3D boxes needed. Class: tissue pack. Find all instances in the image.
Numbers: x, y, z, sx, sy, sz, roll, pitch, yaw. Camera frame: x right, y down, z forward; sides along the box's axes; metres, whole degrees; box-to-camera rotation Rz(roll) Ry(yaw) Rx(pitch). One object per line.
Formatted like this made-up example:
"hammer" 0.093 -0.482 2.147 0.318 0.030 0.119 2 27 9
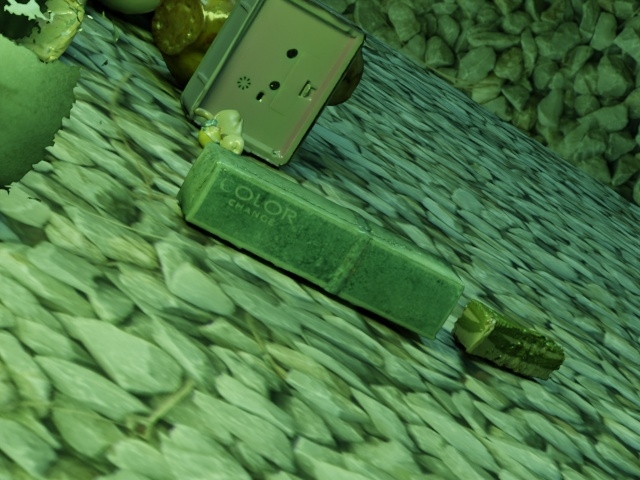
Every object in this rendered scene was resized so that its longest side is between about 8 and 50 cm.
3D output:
"tissue pack" -0.342 -0.281 1.866 0.186 0.090 0.222 26 13 -14

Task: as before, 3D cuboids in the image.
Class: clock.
"clock" -0.059 -0.199 2.003 0.144 0.193 0.073 28 12 -24

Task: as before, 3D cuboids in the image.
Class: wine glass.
"wine glass" -0.339 -0.168 1.255 0.357 0.190 0.190 20 17 -27

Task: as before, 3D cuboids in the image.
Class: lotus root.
"lotus root" -0.075 -0.236 2.129 0.291 0.193 0.193 20 18 -43

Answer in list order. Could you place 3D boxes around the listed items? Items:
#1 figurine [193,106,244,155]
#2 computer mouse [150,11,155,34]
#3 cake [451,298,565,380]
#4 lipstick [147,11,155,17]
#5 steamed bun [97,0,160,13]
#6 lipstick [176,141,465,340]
"figurine" -0.116 -0.119 1.923 0.050 0.047 0.083 12 26 -17
"computer mouse" -0.162 -0.302 2.333 0.122 0.073 0.217 26 37 -13
"cake" 0.196 0.106 1.793 0.140 0.051 0.055 24 13 -41
"lipstick" -0.123 -0.291 2.440 0.299 0.081 0.081 30 13 -3
"steamed bun" -0.226 -0.415 2.293 0.145 0.232 0.232 58 -2 -30
"lipstick" 0.000 0.000 1.657 0.289 0.077 0.076 26 14 -22
